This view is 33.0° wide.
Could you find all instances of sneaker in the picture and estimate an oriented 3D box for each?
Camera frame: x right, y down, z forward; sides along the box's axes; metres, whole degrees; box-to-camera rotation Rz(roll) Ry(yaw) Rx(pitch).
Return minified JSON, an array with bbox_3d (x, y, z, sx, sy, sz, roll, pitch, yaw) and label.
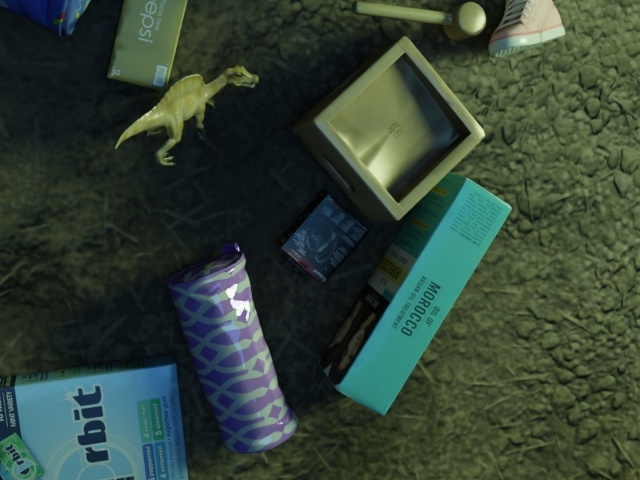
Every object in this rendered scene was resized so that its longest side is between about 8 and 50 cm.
[{"bbox_3d":[0.197,-0.224,1.075,0.134,0.051,0.070,-27,101,-52],"label":"sneaker"}]

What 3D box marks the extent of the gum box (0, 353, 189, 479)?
[{"bbox_3d":[-0.230,0.205,1.087,0.184,0.041,0.157,-7,102,-12],"label":"gum box"}]

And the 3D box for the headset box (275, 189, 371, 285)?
[{"bbox_3d":[0.000,0.000,1.106,0.062,0.032,0.083,41,90,-16],"label":"headset box"}]

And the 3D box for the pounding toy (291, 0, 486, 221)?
[{"bbox_3d":[0.075,-0.153,1.069,0.206,0.094,0.181,-44,101,-12],"label":"pounding toy"}]

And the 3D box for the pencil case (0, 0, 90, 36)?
[{"bbox_3d":[-0.323,-0.292,0.927,0.306,0.133,0.119,24,60,-15],"label":"pencil case"}]

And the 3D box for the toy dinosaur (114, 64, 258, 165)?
[{"bbox_3d":[-0.143,-0.118,1.016,0.053,0.092,0.183,46,53,14],"label":"toy dinosaur"}]

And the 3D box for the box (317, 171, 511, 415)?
[{"bbox_3d":[0.092,0.049,1.101,0.060,0.100,0.244,31,92,-15],"label":"box"}]

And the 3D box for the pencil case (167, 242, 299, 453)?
[{"bbox_3d":[-0.082,0.113,1.084,0.088,0.086,0.206,-31,111,-41],"label":"pencil case"}]

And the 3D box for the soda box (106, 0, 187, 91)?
[{"bbox_3d":[-0.154,-0.235,1.014,0.058,0.061,0.181,13,97,-14],"label":"soda box"}]
